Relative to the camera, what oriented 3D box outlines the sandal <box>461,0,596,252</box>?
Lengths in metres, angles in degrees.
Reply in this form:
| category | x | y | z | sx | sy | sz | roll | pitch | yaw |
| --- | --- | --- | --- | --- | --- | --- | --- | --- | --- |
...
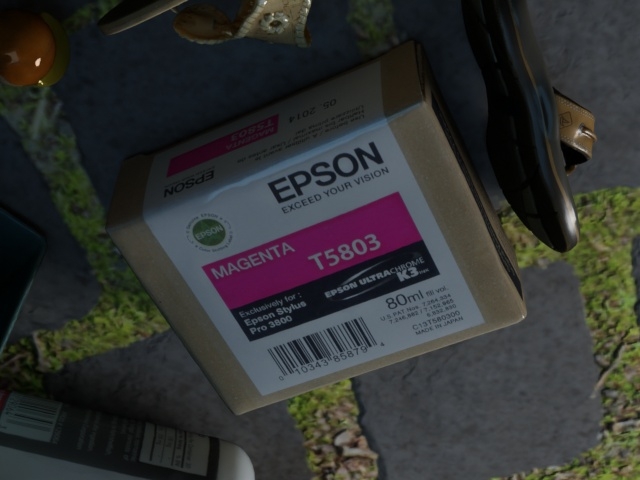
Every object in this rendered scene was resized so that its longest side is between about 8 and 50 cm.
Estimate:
| category | x | y | z | sx | sy | sz | roll | pitch | yaw |
| --- | --- | --- | --- | --- | --- | --- | --- | --- | --- |
| sandal | 0.145 | -0.087 | 0.755 | 0.060 | 0.090 | 0.219 | -23 | 116 | -9 |

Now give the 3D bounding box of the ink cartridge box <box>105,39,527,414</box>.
| category | x | y | z | sx | sy | sz | roll | pitch | yaw |
| --- | --- | --- | --- | --- | --- | --- | --- | --- | --- |
| ink cartridge box | 0.000 | 0.000 | 0.803 | 0.235 | 0.088 | 0.193 | -21 | 123 | 16 |

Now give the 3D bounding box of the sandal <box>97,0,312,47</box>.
| category | x | y | z | sx | sy | sz | roll | pitch | yaw |
| --- | --- | --- | --- | --- | --- | --- | --- | --- | --- |
| sandal | -0.016 | -0.156 | 0.695 | 0.240 | 0.088 | 0.079 | -28 | 114 | 13 |

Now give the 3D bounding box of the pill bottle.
| category | x | y | z | sx | sy | sz | roll | pitch | yaw |
| --- | --- | --- | --- | --- | --- | --- | --- | --- | --- |
| pill bottle | -0.155 | 0.231 | 0.911 | 0.319 | 0.176 | 0.176 | 15 | 124 | -8 |

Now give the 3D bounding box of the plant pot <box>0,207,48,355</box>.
| category | x | y | z | sx | sy | sz | roll | pitch | yaw |
| --- | --- | --- | --- | --- | --- | --- | --- | --- | --- |
| plant pot | -0.343 | 0.070 | 0.821 | 0.166 | 0.165 | 0.234 | 35 | 125 | -21 |

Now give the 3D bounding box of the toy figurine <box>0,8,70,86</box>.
| category | x | y | z | sx | sy | sz | roll | pitch | yaw |
| --- | --- | --- | --- | --- | --- | --- | --- | --- | --- |
| toy figurine | -0.256 | -0.131 | 0.643 | 0.148 | 0.209 | 0.213 | -3 | 123 | 24 |
